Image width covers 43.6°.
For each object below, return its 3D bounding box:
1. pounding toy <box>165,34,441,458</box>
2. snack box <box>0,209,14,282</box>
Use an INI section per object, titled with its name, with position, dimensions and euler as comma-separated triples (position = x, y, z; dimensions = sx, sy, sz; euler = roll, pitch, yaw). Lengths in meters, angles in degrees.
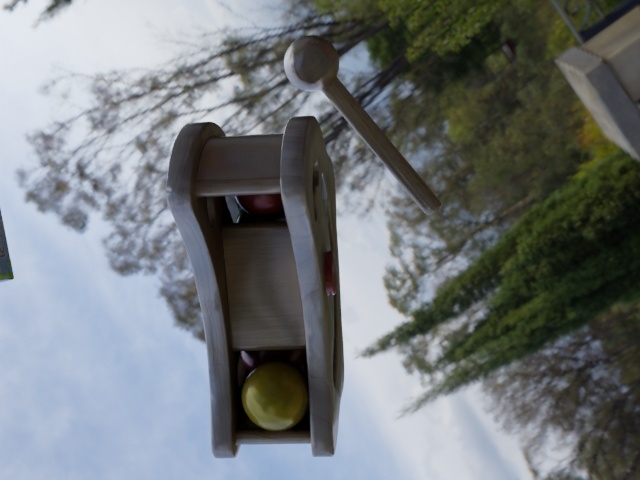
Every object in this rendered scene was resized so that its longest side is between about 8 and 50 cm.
[pounding toy]
position = 0.000, 0.000, 0.500
dimensions = 0.154, 0.155, 0.269
euler = -36, -56, -81
[snack box]
position = -0.373, -0.047, 0.682
dimensions = 0.070, 0.175, 0.207
euler = -4, -99, -79
